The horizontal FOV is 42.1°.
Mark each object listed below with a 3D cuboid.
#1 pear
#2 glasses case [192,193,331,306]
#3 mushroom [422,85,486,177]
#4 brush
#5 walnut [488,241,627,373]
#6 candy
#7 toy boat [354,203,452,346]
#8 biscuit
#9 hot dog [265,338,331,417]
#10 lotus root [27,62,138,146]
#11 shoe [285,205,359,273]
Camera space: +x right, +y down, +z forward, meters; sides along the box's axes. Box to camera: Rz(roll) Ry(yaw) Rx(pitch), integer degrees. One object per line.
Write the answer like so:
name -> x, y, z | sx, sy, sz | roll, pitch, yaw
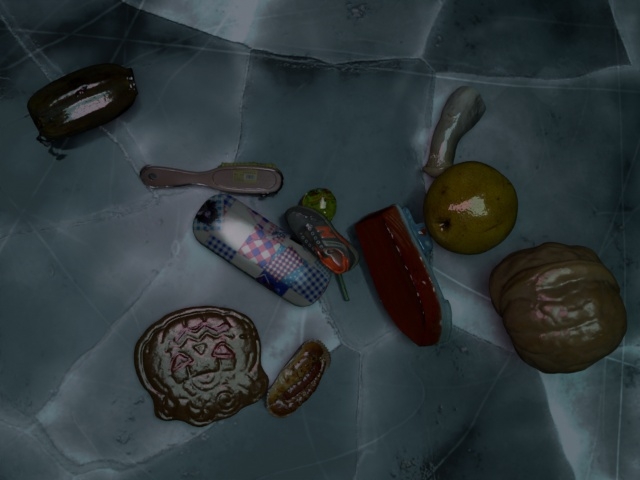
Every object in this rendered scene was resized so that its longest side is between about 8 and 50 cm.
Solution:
pear -> 0.324, -0.068, 1.835 | 0.208, 0.209, 0.209 | 1, 86, -9
glasses case -> -0.127, 0.023, 1.820 | 0.327, 0.076, 0.125 | 34, 84, -5
mushroom -> 0.301, -0.246, 1.906 | 0.081, 0.092, 0.223 | 18, 76, 36
brush -> -0.237, -0.144, 1.827 | 0.312, 0.067, 0.072 | 1, 123, -4
walnut -> 0.524, 0.146, 1.827 | 0.285, 0.285, 0.296 | -5, 51, -10
candy -> 0.023, 0.010, 1.860 | 0.077, 0.073, 0.262 | -16, 96, 8
toy boat -> 0.206, 0.080, 1.847 | 0.133, 0.145, 0.332 | -22, 91, -38
biscuit -> -0.257, 0.270, 1.798 | 0.272, 0.049, 0.257 | -15, 89, -8
hot dog -> -0.050, 0.303, 1.817 | 0.099, 0.053, 0.192 | 45, 76, -24
lotus root -> -0.502, -0.296, 1.759 | 0.241, 0.123, 0.124 | -25, 119, -13
shoe -> -0.001, -0.001, 1.792 | 0.194, 0.077, 0.074 | 41, 113, -1
